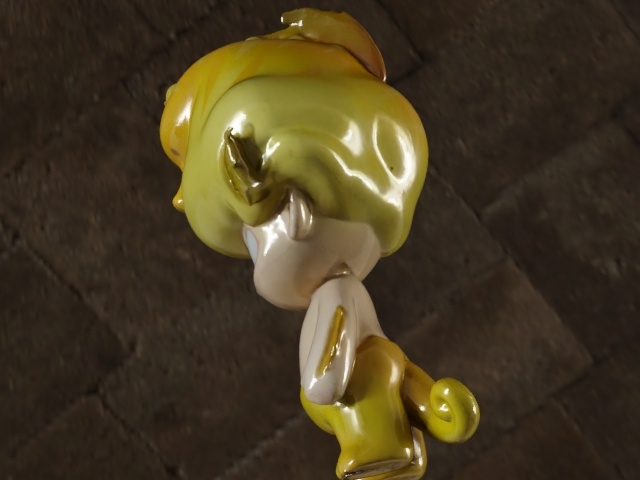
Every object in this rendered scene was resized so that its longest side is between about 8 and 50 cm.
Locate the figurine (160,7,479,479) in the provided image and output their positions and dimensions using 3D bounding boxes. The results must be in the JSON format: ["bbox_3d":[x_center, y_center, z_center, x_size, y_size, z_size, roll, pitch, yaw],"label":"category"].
[{"bbox_3d":[0.000,0.000,0.888,0.131,0.246,0.156,-20,161,6],"label":"figurine"}]
